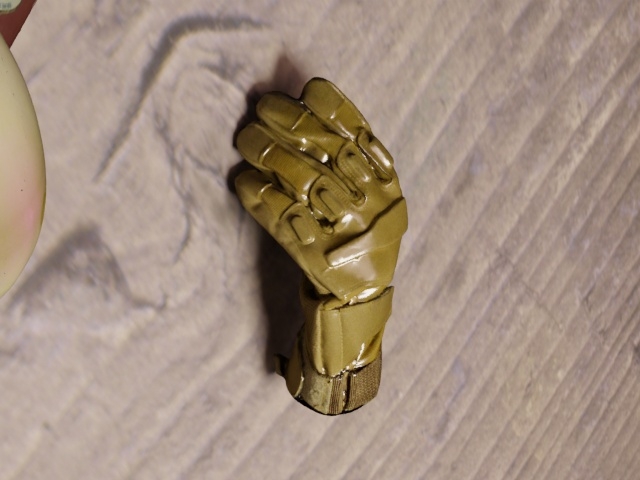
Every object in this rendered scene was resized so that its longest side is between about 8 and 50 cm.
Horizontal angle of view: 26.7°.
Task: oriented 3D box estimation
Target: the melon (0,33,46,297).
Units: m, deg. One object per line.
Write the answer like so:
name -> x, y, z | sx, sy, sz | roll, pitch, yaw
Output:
melon -> -0.281, -0.069, 0.747 | 0.223, 0.223, 0.317 | -50, 135, -27

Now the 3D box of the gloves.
gloves -> 0.013, 0.005, 1.314 | 0.154, 0.141, 0.331 | -24, 120, -43

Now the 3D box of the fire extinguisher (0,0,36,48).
fire extinguisher -> -0.263, -0.127, 0.939 | 0.344, 0.138, 0.102 | -65, 157, -13
